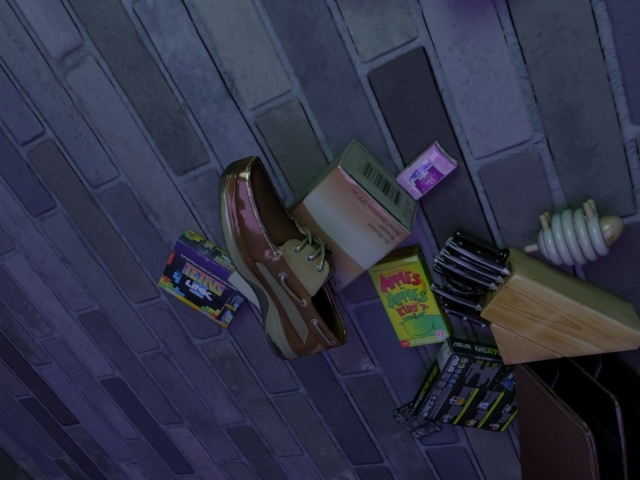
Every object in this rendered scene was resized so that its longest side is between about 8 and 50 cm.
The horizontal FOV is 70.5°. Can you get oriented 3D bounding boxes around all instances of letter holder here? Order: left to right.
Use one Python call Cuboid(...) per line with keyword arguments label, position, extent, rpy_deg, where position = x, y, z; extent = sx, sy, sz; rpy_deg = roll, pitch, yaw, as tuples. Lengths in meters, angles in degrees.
Cuboid(label="letter holder", position=(0.427, 0.348, 0.701), extent=(0.152, 0.214, 0.302), rpy_deg=(-10, 105, 0))

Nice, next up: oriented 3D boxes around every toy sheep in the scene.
Cuboid(label="toy sheep", position=(0.362, -0.006, 0.654), extent=(0.132, 0.091, 0.091), rpy_deg=(-19, 112, 41))

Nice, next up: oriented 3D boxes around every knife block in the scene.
Cuboid(label="knife block", position=(0.320, 0.069, 0.705), extent=(0.275, 0.088, 0.242), rpy_deg=(-15, 114, 25))

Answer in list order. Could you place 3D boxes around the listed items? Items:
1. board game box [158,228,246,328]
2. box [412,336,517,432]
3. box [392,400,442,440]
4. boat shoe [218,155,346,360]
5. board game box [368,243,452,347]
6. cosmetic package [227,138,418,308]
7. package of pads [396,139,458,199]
Cuboid(label="board game box", position=(-0.227, 0.080, 0.914), extent=(0.170, 0.048, 0.141), rpy_deg=(32, 124, -2))
Cuboid(label="box", position=(0.288, 0.270, 0.834), extent=(0.184, 0.045, 0.191), rpy_deg=(10, 123, -8))
Cuboid(label="box", position=(0.206, 0.383, 0.964), extent=(0.083, 0.018, 0.067), rpy_deg=(42, 123, -8))
Cuboid(label="boat shoe", position=(-0.038, 0.033, 0.640), extent=(0.120, 0.122, 0.324), rpy_deg=(-7, 123, 16))
Cuboid(label="board game box", position=(0.160, 0.102, 0.803), extent=(0.092, 0.043, 0.181), rpy_deg=(-16, 113, 25))
Cuboid(label="cosmetic package", position=(0.000, 0.000, 0.746), extent=(0.153, 0.129, 0.296), rpy_deg=(41, 123, -8))
Cuboid(label="package of pads", position=(0.162, -0.106, 0.690), extent=(0.050, 0.032, 0.083), rpy_deg=(43, 122, -7))
